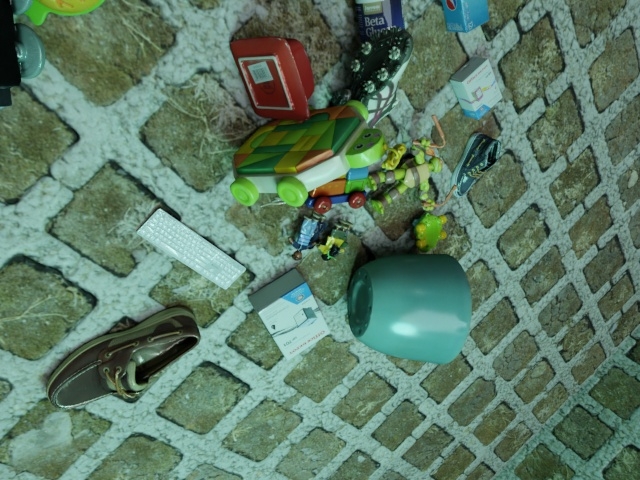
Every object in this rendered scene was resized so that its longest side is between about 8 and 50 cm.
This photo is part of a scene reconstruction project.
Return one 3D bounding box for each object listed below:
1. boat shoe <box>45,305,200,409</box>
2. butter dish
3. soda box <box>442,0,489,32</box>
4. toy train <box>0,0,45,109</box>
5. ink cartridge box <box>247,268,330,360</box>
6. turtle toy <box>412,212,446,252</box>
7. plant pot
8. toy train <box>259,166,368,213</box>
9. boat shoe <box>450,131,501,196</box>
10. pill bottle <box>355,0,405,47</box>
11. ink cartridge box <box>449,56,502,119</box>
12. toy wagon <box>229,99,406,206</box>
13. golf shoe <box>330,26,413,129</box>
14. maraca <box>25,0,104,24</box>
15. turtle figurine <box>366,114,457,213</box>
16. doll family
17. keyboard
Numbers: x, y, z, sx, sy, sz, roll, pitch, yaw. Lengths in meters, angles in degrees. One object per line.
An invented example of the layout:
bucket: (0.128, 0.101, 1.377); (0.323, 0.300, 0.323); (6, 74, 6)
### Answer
boat shoe: (-0.418, 0.271, 1.039); (0.342, 0.123, 0.123); (-26, 125, -16)
butter dish: (-0.070, -0.326, 0.927); (0.118, 0.160, 0.159); (-45, 132, -31)
soda box: (0.304, -0.568, 1.042); (0.071, 0.067, 0.210); (-32, 126, -12)
toy train: (-0.496, -0.349, 0.639); (0.142, 0.190, 0.333); (-46, 144, -63)
ink cartridge box: (-0.075, 0.188, 1.217); (0.140, 0.082, 0.190); (-32, 125, -11)
turtle toy: (0.292, -0.020, 1.323); (0.095, 0.066, 0.130); (-20, 123, -19)
plant pot: (0.208, 0.168, 1.249); (0.235, 0.293, 0.293); (6, 112, -17)
toy train: (-0.008, -0.142, 1.050); (0.248, 0.105, 0.143); (-9, 132, -25)
boat shoe: (0.415, -0.193, 1.291); (0.065, 0.083, 0.183); (3, 113, -31)
pill bottle: (0.121, -0.463, 0.977); (0.094, 0.094, 0.169); (-24, 124, -17)
ink cartridge box: (0.388, -0.379, 1.198); (0.088, 0.052, 0.122); (-43, 126, -3)
toy wagon: (-0.008, -0.173, 0.897); (0.267, 0.344, 0.068); (-55, 133, -33)
golf shoe: (0.116, -0.324, 1.000); (0.120, 0.105, 0.273); (-11, 158, -35)
maraca: (-0.401, -0.400, 0.720); (0.186, 0.099, 0.127); (-17, 122, 10)
turtle figurine: (0.219, -0.170, 1.192); (0.217, 0.087, 0.269); (-25, 133, -7)
doll family: (0.000, 0.000, 1.170); (0.193, 0.076, 0.111); (14, 111, -29)
keyboard: (-0.277, 0.025, 1.060); (0.072, 0.014, 0.256); (-48, 127, 1)
